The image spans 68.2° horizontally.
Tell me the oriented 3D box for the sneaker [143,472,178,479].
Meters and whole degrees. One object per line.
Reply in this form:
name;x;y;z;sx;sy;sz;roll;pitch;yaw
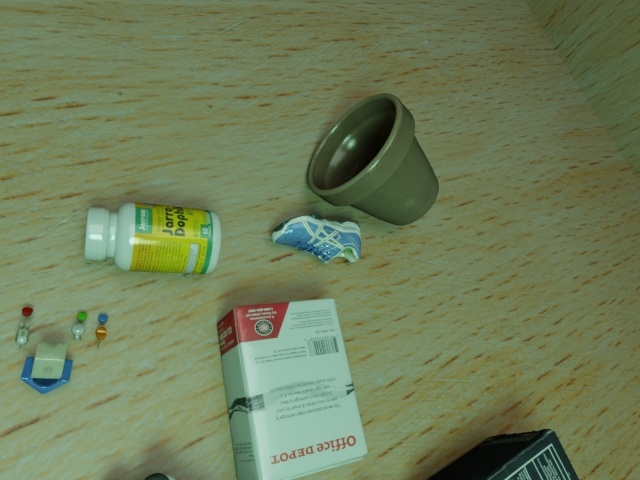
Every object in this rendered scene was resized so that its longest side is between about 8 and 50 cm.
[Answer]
sneaker;-0.140;0.421;0.685;0.145;0.090;0.270;-29;89;-52

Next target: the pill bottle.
pill bottle;-0.285;-0.004;0.807;0.208;0.117;0.118;5;65;-26

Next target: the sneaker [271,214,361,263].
sneaker;0.000;0.000;0.984;0.211;0.080;0.081;2;63;-26

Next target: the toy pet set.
toy pet set;-0.396;0.167;0.716;0.122;0.065;0.114;12;27;-27

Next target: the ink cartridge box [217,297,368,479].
ink cartridge box;-0.054;0.251;0.813;0.196;0.114;0.273;-1;67;-30

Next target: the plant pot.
plant pot;0.139;-0.149;1.053;0.229;0.263;0.263;37;53;-31

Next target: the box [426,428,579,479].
box;0.339;0.546;0.845;0.293;0.183;0.297;-12;72;-34
